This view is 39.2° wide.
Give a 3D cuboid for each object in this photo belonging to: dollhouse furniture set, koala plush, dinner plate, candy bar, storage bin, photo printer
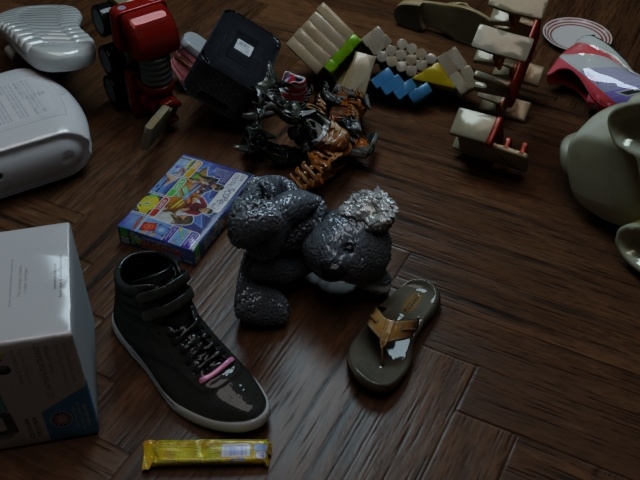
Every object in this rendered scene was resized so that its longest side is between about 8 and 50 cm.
[{"bbox_3d":[0.328,-0.260,1.526,0.135,0.262,0.259,20,79,17],"label":"dollhouse furniture set"},{"bbox_3d":[0.000,0.000,1.270,0.221,0.196,0.203,4,33,9],"label":"koala plush"},{"bbox_3d":[0.529,-0.420,1.853,0.141,0.017,0.141,0,43,0],"label":"dinner plate"},{"bbox_3d":[-0.139,0.261,1.102,0.161,0.018,0.040,0,46,-2],"label":"candy bar"},{"bbox_3d":[-0.155,-0.315,1.602,0.122,0.084,0.180,30,43,-12],"label":"storage bin"},{"bbox_3d":[-0.551,-0.175,1.504,0.307,0.107,0.256,-22,47,-24],"label":"photo printer"}]

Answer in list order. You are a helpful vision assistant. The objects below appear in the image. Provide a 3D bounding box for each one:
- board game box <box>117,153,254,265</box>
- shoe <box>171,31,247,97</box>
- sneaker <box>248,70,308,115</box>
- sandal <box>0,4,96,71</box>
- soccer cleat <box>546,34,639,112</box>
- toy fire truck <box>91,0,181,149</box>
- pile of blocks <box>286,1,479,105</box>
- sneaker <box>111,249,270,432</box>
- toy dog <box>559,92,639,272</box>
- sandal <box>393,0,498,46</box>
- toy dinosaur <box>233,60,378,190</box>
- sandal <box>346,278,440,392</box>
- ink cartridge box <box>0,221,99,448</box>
[{"bbox_3d":[-0.209,-0.053,1.430,0.136,0.035,0.201,18,45,18],"label":"board game box"},{"bbox_3d":[-0.202,-0.306,1.689,0.178,0.081,0.063,39,37,-3],"label":"shoe"},{"bbox_3d":[-0.079,-0.270,1.643,0.118,0.067,0.042,-15,45,-17],"label":"sneaker"},{"bbox_3d":[-0.529,-0.370,1.714,0.169,0.102,0.416,-7,27,-19],"label":"sandal"},{"bbox_3d":[0.555,-0.256,1.629,0.116,0.108,0.318,-39,55,-8],"label":"soccer cleat"},{"bbox_3d":[-0.298,-0.285,1.547,0.158,0.217,0.246,-25,49,-26],"label":"toy fire truck"},{"bbox_3d":[0.119,-0.323,1.698,0.362,0.149,0.112,20,2,7],"label":"pile of blocks"},{"bbox_3d":[-0.178,0.122,1.158,0.104,0.147,0.295,-32,53,-33],"label":"sneaker"},{"bbox_3d":[0.618,-0.125,1.388,0.408,0.285,0.395,-18,12,-18],"label":"toy dog"},{"bbox_3d":[0.274,-0.467,1.848,0.240,0.088,0.079,19,51,25],"label":"sandal"},{"bbox_3d":[-0.016,-0.181,1.499,0.218,0.164,0.322,24,24,2],"label":"toy dinosaur"},{"bbox_3d":[0.105,0.117,1.231,0.090,0.060,0.219,23,47,22],"label":"sandal"},{"bbox_3d":[-0.428,0.128,1.111,0.270,0.198,0.197,-9,44,-9],"label":"ink cartridge box"}]
